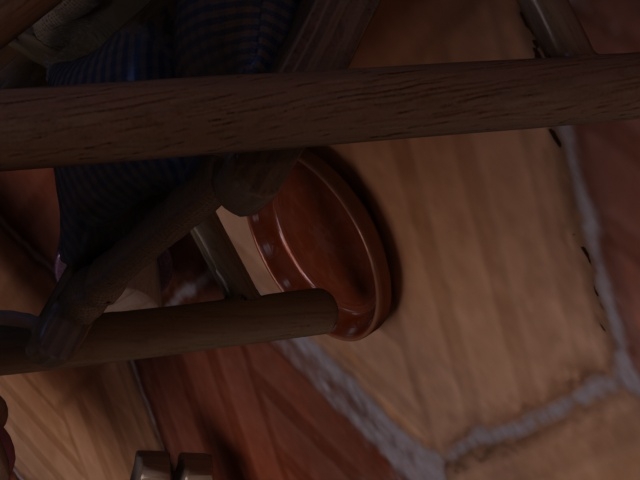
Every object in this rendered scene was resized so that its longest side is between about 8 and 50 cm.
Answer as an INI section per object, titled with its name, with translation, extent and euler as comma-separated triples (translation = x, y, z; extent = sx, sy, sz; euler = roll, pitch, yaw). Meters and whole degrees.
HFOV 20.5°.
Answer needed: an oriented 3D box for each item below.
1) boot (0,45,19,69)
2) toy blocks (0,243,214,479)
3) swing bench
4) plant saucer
[boot]
translation = -0.173, -0.053, 0.709
extent = 0.077, 0.165, 0.213
euler = 30, 114, 27
[toy blocks]
translation = -0.211, 0.040, 0.915
extent = 0.260, 0.309, 0.288
euler = -103, 19, -54
[swing bench]
translation = -0.077, -0.025, 0.525
extent = 0.165, 0.254, 0.253
euler = 62, 149, 3
[plant saucer]
translation = 0.000, 0.000, 0.694
extent = 0.083, 0.013, 0.083
euler = 39, 144, 36
